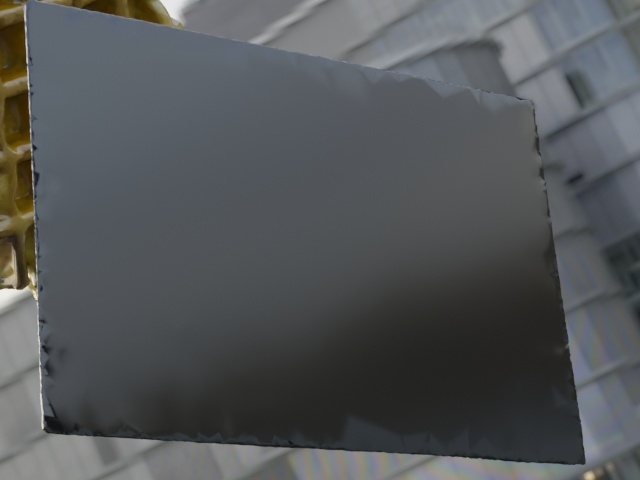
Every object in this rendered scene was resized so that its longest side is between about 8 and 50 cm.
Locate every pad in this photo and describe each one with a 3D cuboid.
[{"bbox_3d":[0.000,0.000,0.695,0.246,0.170,0.006,7,-23,-33],"label":"pad"}]

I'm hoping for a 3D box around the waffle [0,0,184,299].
[{"bbox_3d":[-0.190,-0.111,1.115,0.065,0.283,0.309,2,-26,41],"label":"waffle"}]
